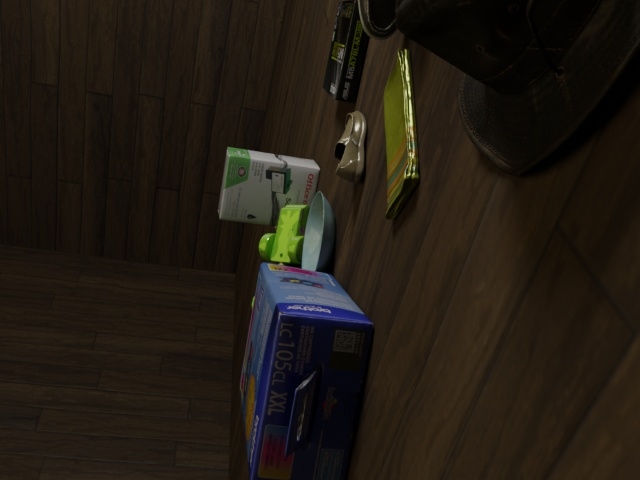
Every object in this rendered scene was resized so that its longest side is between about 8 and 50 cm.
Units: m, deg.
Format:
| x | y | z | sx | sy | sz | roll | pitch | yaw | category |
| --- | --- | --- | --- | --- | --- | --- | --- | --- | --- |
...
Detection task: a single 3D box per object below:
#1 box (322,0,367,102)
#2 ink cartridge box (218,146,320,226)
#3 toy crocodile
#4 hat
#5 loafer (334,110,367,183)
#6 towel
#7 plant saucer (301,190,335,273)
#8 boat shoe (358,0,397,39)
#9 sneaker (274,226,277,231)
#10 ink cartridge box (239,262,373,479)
| x | y | z | sx | sy | sz | roll | pitch | yaw | category |
| --- | --- | --- | --- | --- | --- | --- | --- | --- | --- |
| 0.051 | -0.379 | 1.324 | 0.191 | 0.045 | 0.184 | -110 | 32 | -69 | box |
| -0.123 | -0.121 | 1.578 | 0.092 | 0.219 | 0.160 | -120 | 38 | -68 | ink cartridge box |
| -0.074 | 0.083 | 1.506 | 0.115 | 0.105 | 0.341 | -2 | 76 | 37 | toy crocodile |
| 0.138 | -0.214 | 0.531 | 0.331 | 0.133 | 0.332 | -173 | 90 | -78 | hat |
| 0.051 | -0.167 | 1.154 | 0.056 | 0.050 | 0.148 | 114 | 161 | -55 | loafer |
| 0.107 | -0.152 | 0.935 | 0.102 | 0.021 | 0.237 | 116 | 159 | -56 | towel |
| 0.000 | 0.000 | 1.330 | 0.195 | 0.037 | 0.195 | -173 | 90 | -79 | plant saucer |
| 0.108 | -0.407 | 0.953 | 0.069 | 0.081 | 0.228 | -118 | 40 | -78 | boat shoe |
| -0.084 | -0.083 | 1.748 | 0.235 | 0.090 | 0.095 | 120 | 144 | -71 | sneaker |
| -0.033 | 0.211 | 1.073 | 0.395 | 0.151 | 0.270 | -138 | 56 | -75 | ink cartridge box |
